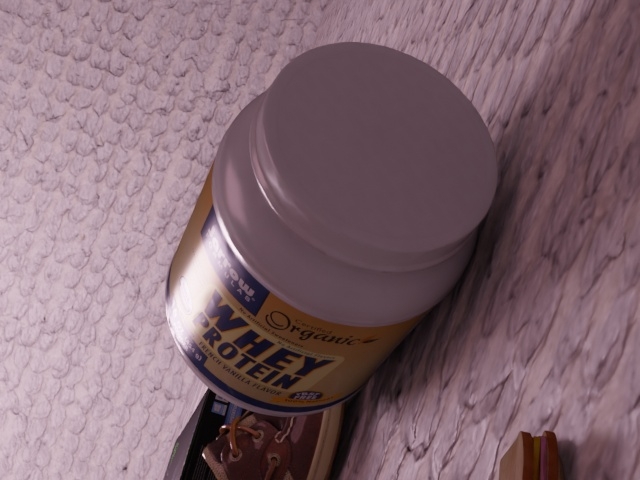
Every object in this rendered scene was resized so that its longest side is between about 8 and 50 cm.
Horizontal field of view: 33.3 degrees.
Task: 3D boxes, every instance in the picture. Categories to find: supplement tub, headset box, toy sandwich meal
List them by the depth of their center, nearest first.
[{"bbox_3d":[0.110,0.145,0.603,0.085,0.029,0.086,-160,90,-81],"label":"toy sandwich meal"},{"bbox_3d":[0.000,0.000,0.937,0.316,0.228,0.228,122,165,-55],"label":"supplement tub"},{"bbox_3d":[-0.133,0.340,1.322,0.283,0.131,0.246,123,164,-60],"label":"headset box"}]

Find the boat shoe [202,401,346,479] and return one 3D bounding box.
[{"bbox_3d":[-0.062,0.233,1.107,0.123,0.123,0.342,-156,82,-82],"label":"boat shoe"}]
